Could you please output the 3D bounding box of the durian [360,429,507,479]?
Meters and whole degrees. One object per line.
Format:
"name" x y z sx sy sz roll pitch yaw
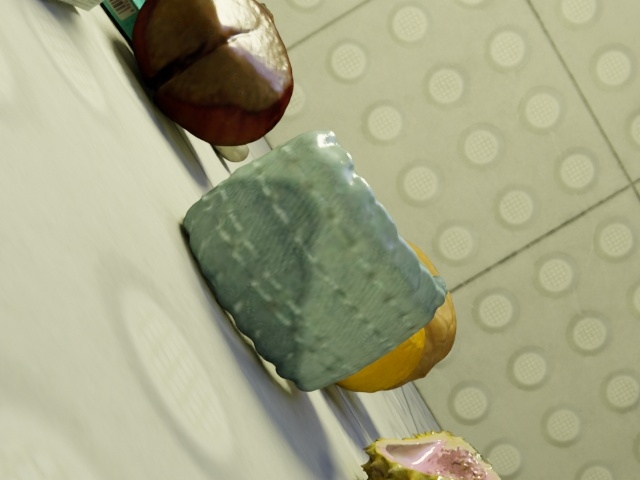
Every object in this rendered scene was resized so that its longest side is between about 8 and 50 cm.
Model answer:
"durian" 0.119 0.253 0.911 0.182 0.132 0.165 45 -20 50

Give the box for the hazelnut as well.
"hazelnut" -0.134 -0.208 1.088 0.212 0.181 0.181 59 33 -7

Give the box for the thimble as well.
"thimble" 0.001 0.020 0.842 0.250 0.172 0.205 54 4 -47

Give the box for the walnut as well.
"walnut" 0.081 0.093 1.257 0.225 0.193 0.193 51 4 -6

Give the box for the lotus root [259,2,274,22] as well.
"lotus root" -0.161 -0.332 1.742 0.199 0.188 0.180 -120 -168 -64

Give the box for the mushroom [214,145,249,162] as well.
"mushroom" -0.130 -0.165 1.411 0.085 0.079 0.085 61 0 0

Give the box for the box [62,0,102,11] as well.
"box" -0.242 -0.260 0.842 0.084 0.040 0.154 58 2 -10

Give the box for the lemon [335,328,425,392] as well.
"lemon" 0.055 0.112 1.096 0.187 0.142 0.142 37 19 -50

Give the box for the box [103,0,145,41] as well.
"box" -0.253 -0.312 1.195 0.229 0.041 0.162 56 5 -46
